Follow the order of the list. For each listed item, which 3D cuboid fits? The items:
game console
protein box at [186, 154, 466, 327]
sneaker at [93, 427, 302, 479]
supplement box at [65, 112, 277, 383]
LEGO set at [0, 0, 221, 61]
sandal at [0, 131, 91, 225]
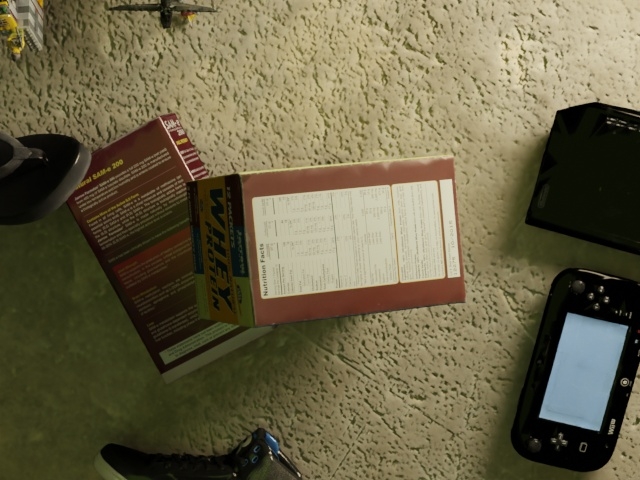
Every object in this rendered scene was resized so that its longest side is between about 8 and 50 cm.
[{"bbox_3d":[0.291,0.055,1.548,0.213,0.044,0.361,15,100,6],"label":"game console"},{"bbox_3d":[0.000,0.000,1.465,0.201,0.200,0.136,-6,91,-18],"label":"protein box"},{"bbox_3d":[-0.112,0.230,1.620,0.216,0.079,0.121,28,98,-5],"label":"sneaker"},{"bbox_3d":[-0.151,0.007,1.591,0.130,0.073,0.239,-27,94,11],"label":"supplement box"},{"bbox_3d":[-0.259,-0.279,1.473,0.331,0.255,0.192,-1,70,-3],"label":"LEGO set"},{"bbox_3d":[-0.345,-0.068,1.568,0.254,0.054,0.097,0,59,25],"label":"sandal"}]
